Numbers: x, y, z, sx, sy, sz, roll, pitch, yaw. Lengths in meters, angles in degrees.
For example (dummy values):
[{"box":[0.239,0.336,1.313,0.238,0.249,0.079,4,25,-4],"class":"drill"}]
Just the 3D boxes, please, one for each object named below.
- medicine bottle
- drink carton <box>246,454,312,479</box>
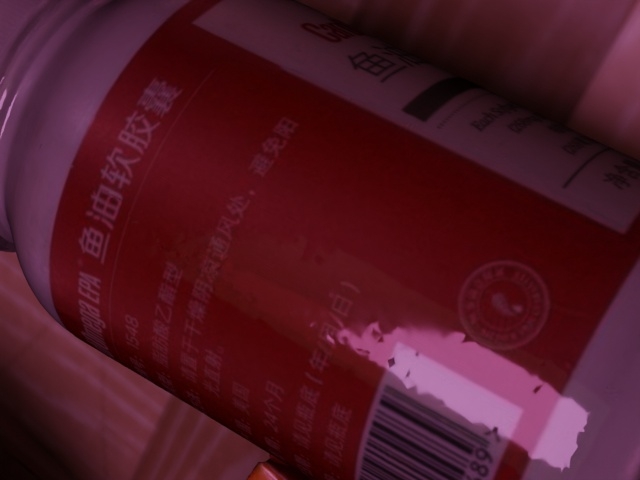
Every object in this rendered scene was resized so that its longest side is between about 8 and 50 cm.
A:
[{"box":[0.000,0.000,0.445,0.250,0.131,0.131,29,116,20],"class":"medicine bottle"},{"box":[0.052,0.169,0.501,0.223,0.071,0.096,42,120,13],"class":"drink carton"}]
